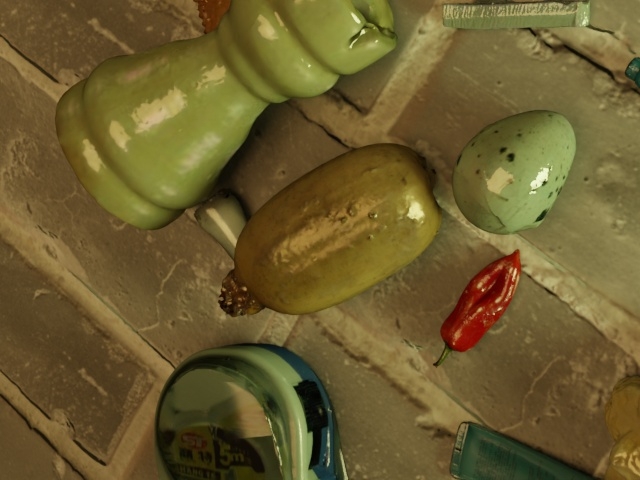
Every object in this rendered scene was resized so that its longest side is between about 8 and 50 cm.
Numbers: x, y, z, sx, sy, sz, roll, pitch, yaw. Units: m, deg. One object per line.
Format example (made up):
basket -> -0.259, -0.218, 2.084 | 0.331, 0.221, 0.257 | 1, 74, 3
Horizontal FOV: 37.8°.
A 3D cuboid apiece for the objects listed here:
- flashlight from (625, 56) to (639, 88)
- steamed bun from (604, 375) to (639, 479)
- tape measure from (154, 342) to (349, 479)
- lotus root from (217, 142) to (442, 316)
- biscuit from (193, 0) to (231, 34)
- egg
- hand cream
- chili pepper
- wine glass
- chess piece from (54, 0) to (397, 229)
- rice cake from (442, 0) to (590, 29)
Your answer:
flashlight -> 0.406, -0.166, 1.057 | 0.129, 0.051, 0.051 | 38, 112, 25
steamed bun -> 0.460, 0.237, 1.031 | 0.295, 0.137, 0.292 | 38, 109, 21
tape measure -> -0.107, 0.277, 1.332 | 0.259, 0.138, 0.262 | -3, 95, 27
lotus root -> 0.000, 0.000, 1.211 | 0.342, 0.151, 0.169 | -30, 81, 13
biscuit -> -0.086, -0.380, 1.303 | 0.237, 0.013, 0.232 | -20, 87, 27
egg -> 0.234, -0.082, 1.110 | 0.164, 0.131, 0.131 | -41, 77, 19
hand cream -> 0.272, 0.305, 1.194 | 0.224, 0.048, 0.083 | 17, 104, 31
chili pepper -> 0.200, 0.091, 1.193 | 0.059, 0.050, 0.191 | 42, 107, 35
wine glass -> -0.111, 0.005, 1.336 | 0.072, 0.072, 0.155 | -42, 77, 25
chess piece -> -0.125, -0.217, 1.231 | 0.442, 0.234, 0.234 | -32, 82, 26
rice cake -> 0.236, -0.278, 1.136 | 0.180, 0.030, 0.042 | 6, 105, 27
